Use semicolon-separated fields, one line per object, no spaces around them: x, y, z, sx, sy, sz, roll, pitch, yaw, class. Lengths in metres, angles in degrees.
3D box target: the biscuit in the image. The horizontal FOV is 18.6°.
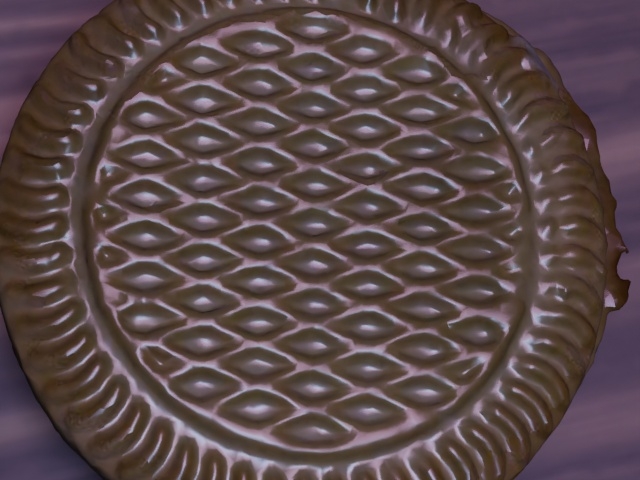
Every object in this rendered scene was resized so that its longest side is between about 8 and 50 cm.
0.000;0.000;0.765;0.259;0.079;0.259;3;74;-10;biscuit
